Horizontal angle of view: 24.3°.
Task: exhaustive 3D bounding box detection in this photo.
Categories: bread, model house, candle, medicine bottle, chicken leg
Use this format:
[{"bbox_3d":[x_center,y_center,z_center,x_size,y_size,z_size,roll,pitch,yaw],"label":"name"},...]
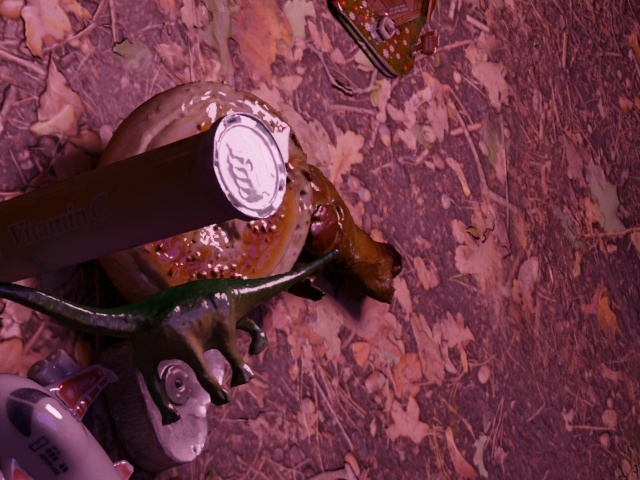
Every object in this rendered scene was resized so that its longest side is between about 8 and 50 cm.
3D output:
[{"bbox_3d":[-0.153,-0.045,1.847,0.305,0.159,0.305,-1,92,-30],"label":"bread"},{"bbox_3d":[0.160,-0.430,2.401,0.207,0.154,0.294,47,45,-29],"label":"model house"},{"bbox_3d":[-0.199,0.177,1.821,0.168,0.068,0.192,42,45,-34],"label":"candle"},{"bbox_3d":[-0.230,-0.033,1.563,0.108,0.426,0.108,20,64,-47],"label":"medicine bottle"},{"bbox_3d":[0.000,0.003,2.068,0.361,0.140,0.211,39,42,-32],"label":"chicken leg"}]

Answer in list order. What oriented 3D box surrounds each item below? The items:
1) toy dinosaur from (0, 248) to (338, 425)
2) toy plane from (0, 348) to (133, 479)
[{"bbox_3d":[-0.184,0.052,1.697,0.447,0.087,0.301,-42,111,-31],"label":"toy dinosaur"},{"bbox_3d":[-0.292,0.240,1.648,0.252,0.118,0.252,23,58,-43],"label":"toy plane"}]
